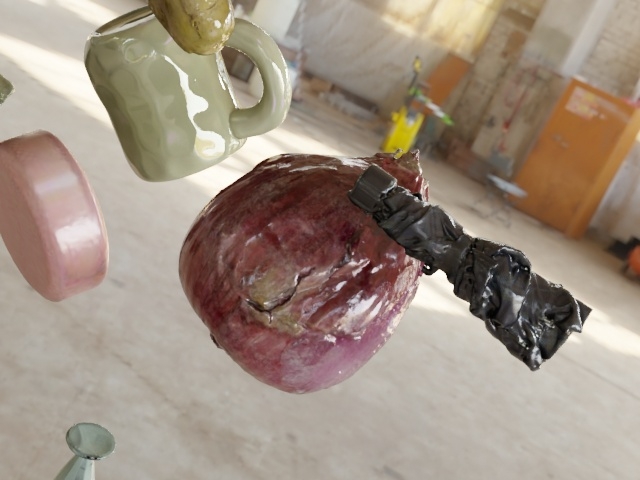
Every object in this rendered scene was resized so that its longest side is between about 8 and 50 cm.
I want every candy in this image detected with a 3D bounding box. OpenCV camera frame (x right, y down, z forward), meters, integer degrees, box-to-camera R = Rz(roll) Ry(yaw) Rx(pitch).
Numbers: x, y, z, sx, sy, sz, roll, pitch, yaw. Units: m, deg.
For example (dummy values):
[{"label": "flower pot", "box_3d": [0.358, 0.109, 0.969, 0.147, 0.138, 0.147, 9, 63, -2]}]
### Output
[{"label": "candy", "box_3d": [-0.393, -0.038, 1.536, 0.094, 0.255, 0.255, -24, 42, -29]}]

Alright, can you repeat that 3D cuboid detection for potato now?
[{"label": "potato", "box_3d": [-0.155, -0.280, 1.198, 0.170, 0.080, 0.107, 55, -13, 12]}]

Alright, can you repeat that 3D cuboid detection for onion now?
[{"label": "onion", "box_3d": [0.000, 0.000, 1.043, 0.227, 0.283, 0.120, 44, -9, 7]}]

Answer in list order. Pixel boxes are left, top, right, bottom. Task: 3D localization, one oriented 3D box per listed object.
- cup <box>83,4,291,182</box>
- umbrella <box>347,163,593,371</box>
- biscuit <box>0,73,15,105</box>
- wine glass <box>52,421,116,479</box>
[{"label": "cup", "box_3d": [-0.178, -0.196, 1.398, 0.173, 0.202, 0.255, -36, 29, -32]}, {"label": "umbrella", "box_3d": [0.117, 0.016, 0.900, 0.224, 0.080, 0.071, 40, 32, 9]}, {"label": "biscuit", "box_3d": [-0.586, -0.250, 1.567, 0.252, 0.150, 0.052, 42, -6, -13]}, {"label": "wine glass", "box_3d": [-0.310, 0.309, 1.373, 0.073, 0.155, 0.073, 21, 29, -12]}]
